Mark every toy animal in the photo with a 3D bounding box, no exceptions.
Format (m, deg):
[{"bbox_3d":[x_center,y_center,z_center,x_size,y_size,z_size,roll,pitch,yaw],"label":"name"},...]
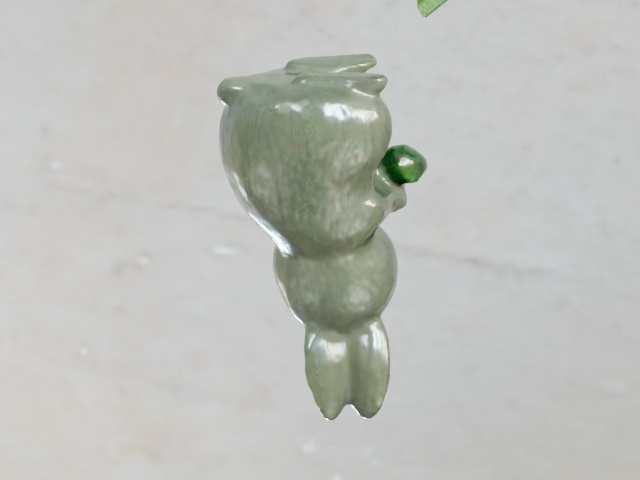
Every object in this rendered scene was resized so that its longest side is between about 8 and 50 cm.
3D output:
[{"bbox_3d":[-0.001,-0.008,1.201,0.138,0.108,0.236,0,115,-5],"label":"toy animal"}]

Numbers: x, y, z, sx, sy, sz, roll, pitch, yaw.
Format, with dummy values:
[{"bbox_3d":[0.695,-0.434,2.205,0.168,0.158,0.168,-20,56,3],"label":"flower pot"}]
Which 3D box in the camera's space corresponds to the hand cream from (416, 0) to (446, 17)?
[{"bbox_3d":[0.061,-0.240,1.156,0.095,0.175,0.046,-34,162,29],"label":"hand cream"}]
